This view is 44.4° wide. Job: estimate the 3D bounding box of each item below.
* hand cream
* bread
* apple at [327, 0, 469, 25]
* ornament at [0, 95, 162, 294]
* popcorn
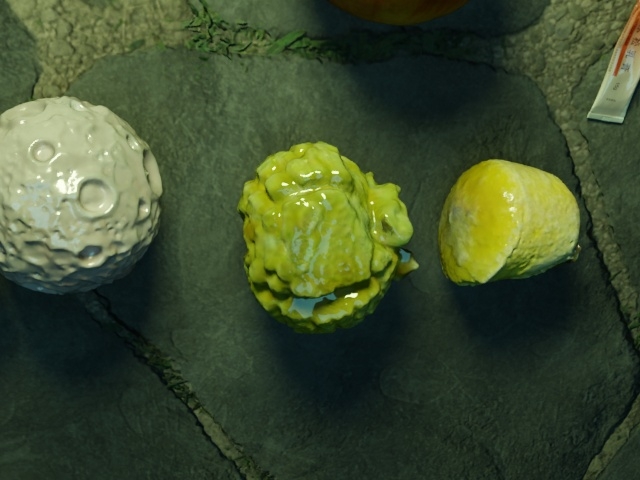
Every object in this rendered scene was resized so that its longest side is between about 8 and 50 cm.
[{"bbox_3d":[0.452,-0.275,1.141,0.052,0.038,0.216,20,118,14],"label":"hand cream"},{"bbox_3d":[0.270,-0.021,1.156,0.171,0.197,0.197,6,114,-18],"label":"bread"},{"bbox_3d":[0.086,-0.385,0.906,0.286,0.286,0.233,-1,134,-7],"label":"apple"},{"bbox_3d":[-0.325,-0.061,1.019,0.225,0.259,0.259,-13,116,5],"label":"ornament"},{"bbox_3d":[0.000,0.000,1.109,0.270,0.224,0.258,37,98,-15],"label":"popcorn"}]
